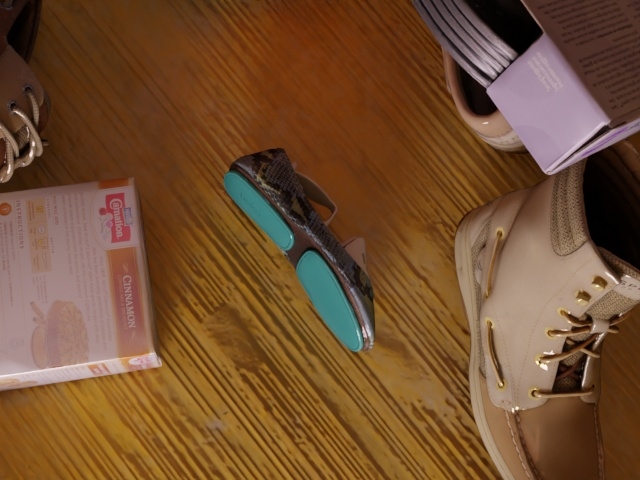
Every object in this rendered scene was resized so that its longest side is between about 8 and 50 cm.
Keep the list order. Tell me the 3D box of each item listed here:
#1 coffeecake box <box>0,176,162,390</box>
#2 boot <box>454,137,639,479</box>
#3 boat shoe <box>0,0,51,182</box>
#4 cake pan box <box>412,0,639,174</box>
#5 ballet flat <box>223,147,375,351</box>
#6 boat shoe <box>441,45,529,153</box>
[{"bbox_3d":[-0.225,0.038,0.791,0.186,0.068,0.142,-8,75,-7],"label":"coffeecake box"},{"bbox_3d":[0.190,0.070,0.745,0.095,0.203,0.262,-3,74,-20],"label":"boot"},{"bbox_3d":[-0.263,-0.104,0.761,0.120,0.122,0.324,3,51,-14],"label":"boat shoe"},{"bbox_3d":[0.173,-0.188,0.704,0.267,0.070,0.245,-26,76,-41],"label":"cake pan box"},{"bbox_3d":[0.000,0.000,0.826,0.070,0.070,0.188,-35,84,-12],"label":"ballet flat"},{"bbox_3d":[0.153,-0.248,0.847,0.122,0.110,0.341,-9,79,30],"label":"boat shoe"}]
